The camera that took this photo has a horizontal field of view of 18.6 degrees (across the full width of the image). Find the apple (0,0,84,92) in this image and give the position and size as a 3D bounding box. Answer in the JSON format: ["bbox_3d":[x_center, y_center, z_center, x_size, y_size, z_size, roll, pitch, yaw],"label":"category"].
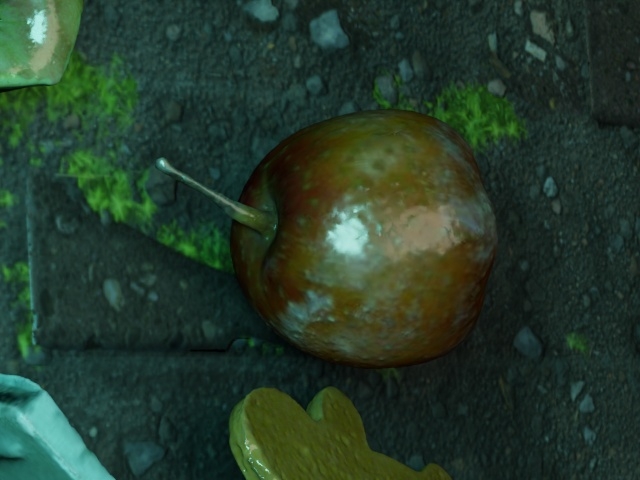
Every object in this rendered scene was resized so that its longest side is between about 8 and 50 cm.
[{"bbox_3d":[-0.286,-0.186,1.475,0.207,0.188,0.174,-28,105,-39],"label":"apple"}]

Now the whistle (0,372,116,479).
[{"bbox_3d":[-0.168,0.292,1.501,0.188,0.168,0.405,-9,88,-43],"label":"whistle"}]

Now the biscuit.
[{"bbox_3d":[0.029,0.234,1.734,0.339,0.047,0.216,32,32,-42],"label":"biscuit"}]

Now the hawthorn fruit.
[{"bbox_3d":[0.032,0.009,1.716,0.263,0.231,0.235,-26,73,-8],"label":"hawthorn fruit"}]
